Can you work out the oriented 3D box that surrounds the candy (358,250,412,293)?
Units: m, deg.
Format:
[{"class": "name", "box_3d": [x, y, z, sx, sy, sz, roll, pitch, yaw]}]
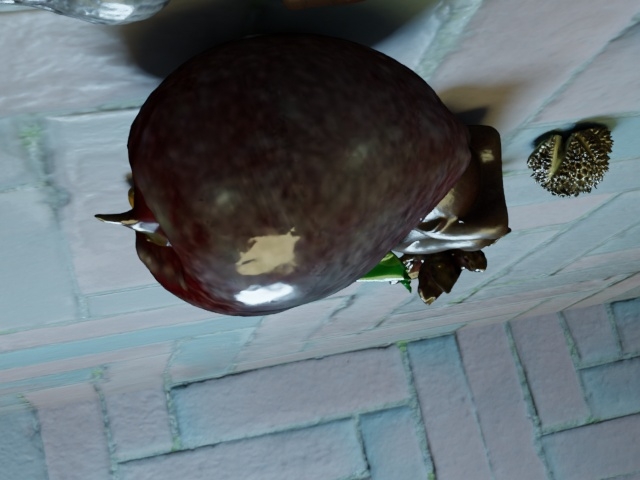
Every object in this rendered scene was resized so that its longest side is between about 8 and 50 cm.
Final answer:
[{"class": "candy", "box_3d": [0.000, 0.004, 1.032, 0.203, 0.078, 0.141, 26, 165, -34]}]

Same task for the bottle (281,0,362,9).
[{"class": "bottle", "box_3d": [0.050, -0.179, 0.557, 0.164, 0.060, 0.060, -14, 166, 5]}]

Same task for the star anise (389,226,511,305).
[{"class": "star anise", "box_3d": [0.143, 0.013, 1.224, 0.073, 0.177, 0.234, 41, 136, -21]}]

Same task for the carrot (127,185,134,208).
[{"class": "carrot", "box_3d": [-0.173, -0.017, 1.038, 0.043, 0.043, 0.248, -13, 165, 1]}]

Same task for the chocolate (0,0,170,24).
[{"class": "chocolate", "box_3d": [-0.144, -0.151, 0.475, 0.167, 0.072, 0.072, 0, 161, -35]}]

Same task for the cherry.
[{"class": "cherry", "box_3d": [-0.024, -0.050, 0.703, 0.300, 0.203, 0.230, -17, 161, -17]}]

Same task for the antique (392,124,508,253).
[{"class": "antique", "box_3d": [0.121, -0.050, 1.018, 0.143, 0.121, 0.257, -2, 173, -2]}]

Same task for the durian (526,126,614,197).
[{"class": "durian", "box_3d": [0.299, -0.085, 1.123, 0.110, 0.071, 0.140, -10, 171, -8]}]
